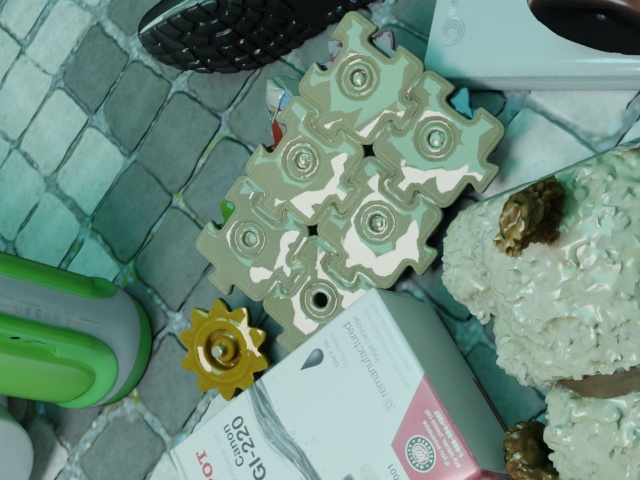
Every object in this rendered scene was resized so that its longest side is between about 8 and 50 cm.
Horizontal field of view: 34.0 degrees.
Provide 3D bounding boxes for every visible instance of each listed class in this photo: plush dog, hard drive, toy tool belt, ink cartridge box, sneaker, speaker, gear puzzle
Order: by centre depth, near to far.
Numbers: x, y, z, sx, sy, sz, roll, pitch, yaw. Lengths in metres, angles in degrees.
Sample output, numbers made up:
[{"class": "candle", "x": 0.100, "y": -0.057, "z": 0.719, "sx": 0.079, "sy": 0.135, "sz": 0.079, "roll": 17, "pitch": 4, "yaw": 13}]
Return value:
[{"class": "plush dog", "x": 0.192, "y": 0.059, "z": 0.631, "sx": 0.262, "sy": 0.210, "sz": 0.225, "roll": -23, "pitch": 90, "yaw": 30}, {"class": "hard drive", "x": 0.233, "y": -0.209, "z": 0.759, "sx": 0.307, "sy": 0.040, "sz": 0.203, "roll": 6, "pitch": 79, "yaw": 36}, {"class": "ink cartridge box", "x": 0.015, "y": 0.162, "z": 0.763, "sx": 0.218, "sy": 0.092, "sz": 0.158, "roll": -41, "pitch": 59, "yaw": 20}, {"class": "gear puzzle", "x": 0.000, "y": 0.000, "z": 0.850, "sx": 0.175, "sy": 0.044, "sz": 0.339, "roll": 40, "pitch": 107, "yaw": 16}, {"class": "speaker", "x": -0.281, "y": 0.066, "z": 0.874, "sx": 0.131, "sy": 0.296, "sz": 0.131, "roll": -11, "pitch": 69, "yaw": 32}, {"class": "toy tool belt", "x": -0.019, "y": -0.104, "z": 0.906, "sx": 0.083, "sy": 0.052, "sz": 0.051, "roll": 50, "pitch": 137, "yaw": 38}, {"class": "sneaker", "x": -0.036, "y": -0.249, "z": 0.933, "sx": 0.283, "sy": 0.107, "sz": 0.124, "roll": -21, "pitch": 60, "yaw": 18}]

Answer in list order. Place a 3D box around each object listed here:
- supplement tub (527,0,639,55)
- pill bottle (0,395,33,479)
[{"class": "supplement tub", "x": 0.213, "y": -0.230, "z": 0.687, "sx": 0.106, "sy": 0.106, "sz": 0.198, "roll": 17, "pitch": 86, "yaw": 38}, {"class": "pill bottle", "x": -0.419, "y": 0.152, "z": 1.021, "sx": 0.318, "sy": 0.176, "sz": 0.176, "roll": 30, "pitch": 94, "yaw": 37}]
